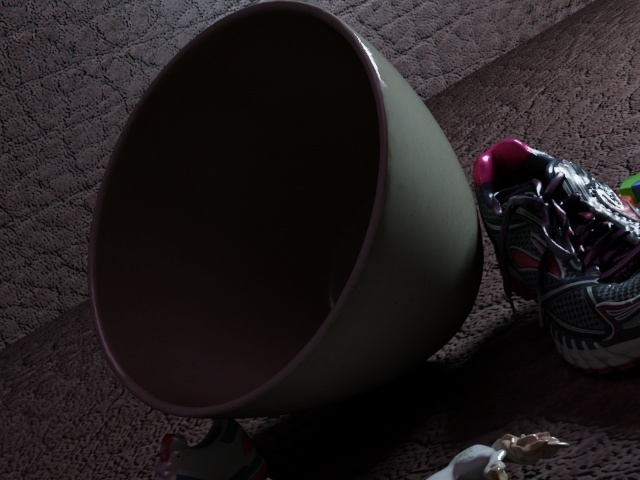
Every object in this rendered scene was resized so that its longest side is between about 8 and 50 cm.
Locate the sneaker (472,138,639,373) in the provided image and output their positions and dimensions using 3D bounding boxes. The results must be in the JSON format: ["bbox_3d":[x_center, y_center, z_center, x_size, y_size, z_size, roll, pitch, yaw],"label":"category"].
[{"bbox_3d":[0.190,0.006,0.859,0.121,0.112,0.299,-33,21,-6],"label":"sneaker"}]

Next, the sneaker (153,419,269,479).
[{"bbox_3d":[-0.119,0.195,0.897,0.161,0.075,0.057,-34,12,-28],"label":"sneaker"}]

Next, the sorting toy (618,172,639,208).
[{"bbox_3d":[0.306,-0.037,1.010,0.208,0.038,0.193,-36,13,-34],"label":"sorting toy"}]

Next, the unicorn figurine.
[{"bbox_3d":[0.064,0.159,0.683,0.162,0.060,0.111,-15,6,-17],"label":"unicorn figurine"}]

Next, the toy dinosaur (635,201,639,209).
[{"bbox_3d":[0.366,-0.096,0.840,0.313,0.160,0.121,-38,-21,8],"label":"toy dinosaur"}]

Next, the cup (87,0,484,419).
[{"bbox_3d":[0.000,0.000,0.955,0.331,0.331,0.237,-20,-28,37],"label":"cup"}]
